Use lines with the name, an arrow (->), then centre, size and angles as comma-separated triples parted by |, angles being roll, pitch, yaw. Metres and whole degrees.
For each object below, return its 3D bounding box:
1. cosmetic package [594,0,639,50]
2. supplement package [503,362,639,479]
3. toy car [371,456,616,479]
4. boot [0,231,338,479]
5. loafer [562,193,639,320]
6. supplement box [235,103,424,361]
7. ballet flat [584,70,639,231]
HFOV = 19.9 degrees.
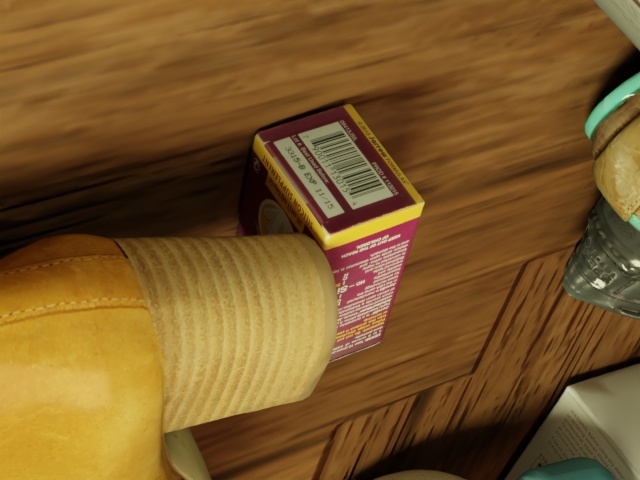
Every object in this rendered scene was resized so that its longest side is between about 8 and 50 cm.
cosmetic package -> 0.278, -0.142, 0.490 | 0.393, 0.329, 0.327 | -43, 150, 9
supplement package -> 0.258, 0.173, 1.048 | 0.261, 0.204, 0.145 | -12, 143, -38
toy car -> 0.049, 0.251, 0.959 | 0.219, 0.210, 0.238 | -13, 157, -19
boot -> -0.127, 0.105, 0.658 | 0.211, 0.104, 0.295 | -9, 140, -29
loafer -> 0.195, 0.014, 0.891 | 0.223, 0.076, 0.078 | 13, 129, -49
supplement box -> 0.000, 0.000, 0.671 | 0.043, 0.055, 0.083 | -20, 146, -26
ballet flat -> 0.276, -0.087, 0.767 | 0.342, 0.124, 0.116 | -33, 169, -10
